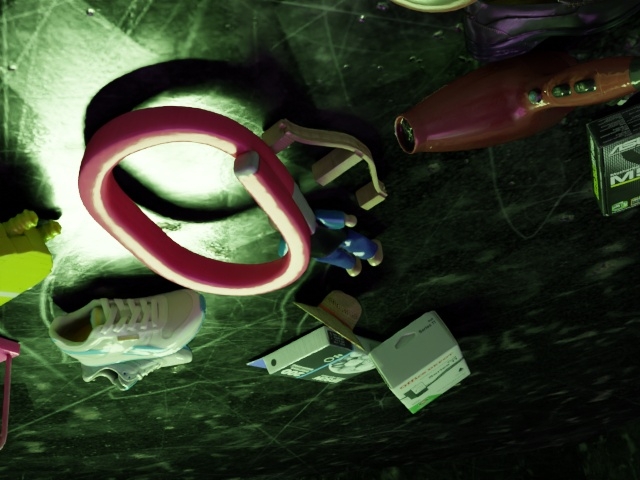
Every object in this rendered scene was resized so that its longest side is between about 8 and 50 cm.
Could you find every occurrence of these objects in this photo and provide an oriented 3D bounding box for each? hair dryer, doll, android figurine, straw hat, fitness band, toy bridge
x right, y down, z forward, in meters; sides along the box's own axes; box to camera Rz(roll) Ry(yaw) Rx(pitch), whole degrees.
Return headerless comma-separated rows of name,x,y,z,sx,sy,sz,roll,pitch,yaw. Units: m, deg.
hair dryer,0.202,-0.140,0.518,0.293,0.080,0.223,-18,-179,24
doll,0.000,0.000,0.802,0.129,0.046,0.189,-29,146,27
android figurine,-0.411,0.053,0.663,0.273,0.056,0.248,-33,173,-3
straw hat,0.031,0.115,0.987,0.061,0.144,0.144,-55,145,-6
fitness band,-0.126,-0.026,0.670,0.209,0.054,0.291,-13,143,17
toy bridge,0.019,-0.088,0.678,0.063,0.026,0.188,-32,144,27

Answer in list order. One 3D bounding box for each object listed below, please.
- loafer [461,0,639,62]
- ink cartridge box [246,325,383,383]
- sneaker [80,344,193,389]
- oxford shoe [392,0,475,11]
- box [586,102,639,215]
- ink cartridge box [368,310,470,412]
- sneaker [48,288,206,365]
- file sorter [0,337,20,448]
loafer,0.201,-0.205,0.507,0.170,0.062,0.061,-20,144,13
ink cartridge box,-0.002,0.241,1.213,0.208,0.045,0.206,-29,146,30
sneaker,-0.307,0.210,1.025,0.191,0.083,0.071,5,145,-28
oxford shoe,0.082,-0.283,0.280,0.123,0.130,0.348,17,153,1
box,0.430,-0.115,0.745,0.191,0.045,0.184,-21,151,16
ink cartridge box,0.197,0.241,1.192,0.153,0.087,0.208,-35,147,1
sneaker,-0.275,0.122,0.882,0.229,0.087,0.092,-18,147,9
file sorter,-0.630,0.248,0.886,0.291,0.182,0.202,-21,149,17
